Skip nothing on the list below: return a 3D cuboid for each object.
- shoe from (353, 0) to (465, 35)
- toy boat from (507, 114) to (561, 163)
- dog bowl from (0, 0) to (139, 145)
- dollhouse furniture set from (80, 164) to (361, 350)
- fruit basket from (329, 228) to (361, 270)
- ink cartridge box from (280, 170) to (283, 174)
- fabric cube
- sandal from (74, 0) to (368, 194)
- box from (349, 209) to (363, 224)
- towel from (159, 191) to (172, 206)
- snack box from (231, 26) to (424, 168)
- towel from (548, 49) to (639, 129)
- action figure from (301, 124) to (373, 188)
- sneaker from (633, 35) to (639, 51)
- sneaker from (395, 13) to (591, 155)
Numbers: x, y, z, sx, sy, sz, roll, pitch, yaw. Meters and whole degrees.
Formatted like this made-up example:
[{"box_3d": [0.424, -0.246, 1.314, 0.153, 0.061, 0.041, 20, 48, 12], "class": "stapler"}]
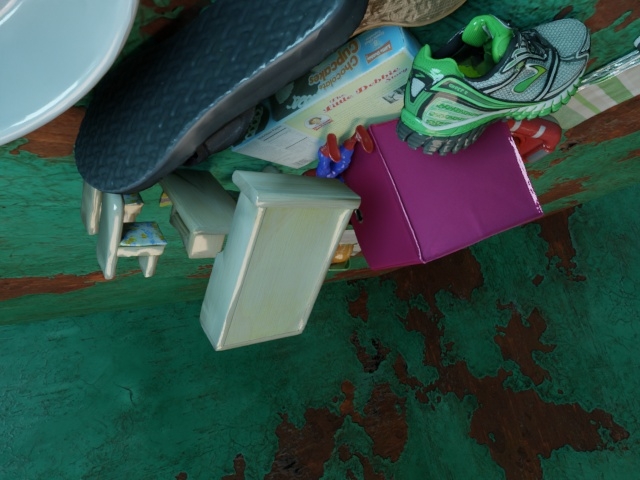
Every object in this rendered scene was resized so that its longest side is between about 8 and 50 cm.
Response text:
[{"box_3d": [0.072, -0.286, 0.496, 0.219, 0.058, 0.076, -17, 147, 0], "class": "shoe"}, {"box_3d": [0.405, -0.198, 0.930, 0.231, 0.151, 0.151, 9, 160, -16], "class": "toy boat"}, {"box_3d": [-0.268, -0.168, 0.244, 0.349, 0.102, 0.349, -36, 175, -4], "class": "dog bowl"}, {"box_3d": [-0.156, -0.057, 0.717, 0.362, 0.394, 0.256, -2, 124, -40], "class": "dollhouse furniture set"}, {"box_3d": [0.000, 0.000, 1.395, 0.327, 0.165, 0.353, -1, 161, -11], "class": "fruit basket"}, {"box_3d": [-0.112, 0.036, 1.115, 0.091, 0.307, 0.385, -6, 164, -32], "class": "ink cartridge box"}, {"box_3d": [0.208, -0.099, 0.842, 0.259, 0.253, 0.258, -19, 178, -13], "class": "fabric cube"}, {"box_3d": [-0.134, -0.169, 0.512, 0.446, 0.167, 0.107, -21, 162, 26], "class": "sandal"}, {"box_3d": [0.188, -0.113, 1.298, 0.148, 0.077, 0.180, -3, 164, -36], "class": "box"}, {"box_3d": [-0.337, -0.097, 0.981, 0.060, 0.009, 0.083, -7, 166, -31], "class": "towel"}, {"box_3d": [0.024, -0.219, 0.702, 0.322, 0.060, 0.187, -21, 168, 30], "class": "snack box"}, {"box_3d": [0.654, -0.336, 0.906, 0.248, 0.038, 0.325, -2, 163, -44], "class": "towel"}, {"box_3d": [0.026, -0.101, 0.815, 0.092, 0.138, 0.280, -17, 179, -14], "class": "action figure"}, {"box_3d": [0.587, -0.357, 0.742, 0.031, 0.035, 0.083, -15, 167, 3], "class": "sneaker"}, {"box_3d": [0.267, -0.246, 0.604, 0.344, 0.134, 0.146, -30, 148, -19], "class": "sneaker"}]
